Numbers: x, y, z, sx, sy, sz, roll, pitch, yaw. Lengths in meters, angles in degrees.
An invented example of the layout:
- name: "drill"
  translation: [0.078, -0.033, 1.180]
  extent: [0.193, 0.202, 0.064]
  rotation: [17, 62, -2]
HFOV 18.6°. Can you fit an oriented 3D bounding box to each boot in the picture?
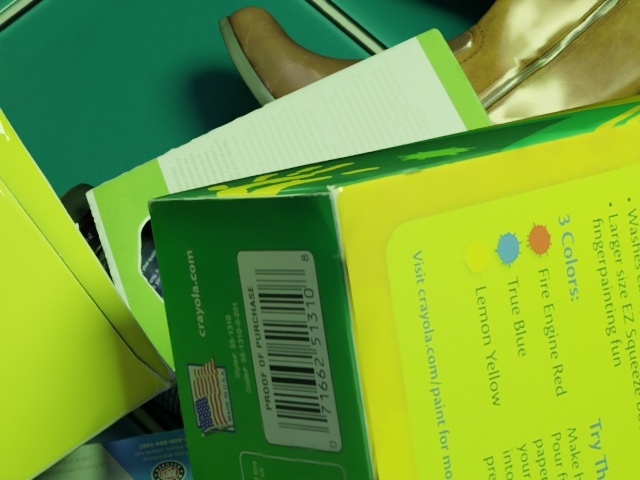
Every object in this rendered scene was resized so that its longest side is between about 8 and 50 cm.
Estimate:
- name: "boot"
  translation: [0.100, -0.149, 1.378]
  extent: [0.280, 0.096, 0.264]
  rotation: [-46, 72, 3]

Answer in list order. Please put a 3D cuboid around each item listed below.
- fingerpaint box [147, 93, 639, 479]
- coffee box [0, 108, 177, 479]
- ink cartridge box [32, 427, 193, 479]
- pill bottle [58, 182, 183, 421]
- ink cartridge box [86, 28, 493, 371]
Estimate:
- name: "fingerpaint box"
  translation: [0.129, 0.159, 1.049]
  extent: [0.371, 0.163, 0.445]
  rotation: [-14, 99, -38]
- name: "coffee box"
  translation: [-0.341, 0.038, 1.114]
  extent: [0.337, 0.334, 0.338]
  rotation: [-34, 97, -19]
- name: "ink cartridge box"
  translation: [-0.120, 0.227, 1.234]
  extent: [0.139, 0.082, 0.191]
  rotation: [-9, 61, -8]
- name: "pill bottle"
  translation: [-0.088, 0.053, 1.305]
  extent: [0.219, 0.123, 0.123]
  rotation: [29, 64, 11]
- name: "ink cartridge box"
  translation: [0.000, 0.000, 1.244]
  extent: [0.255, 0.097, 0.189]
  rotation: [-24, 46, 1]
